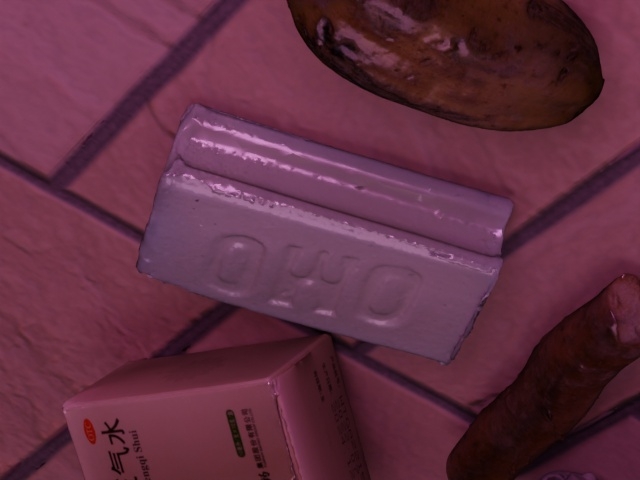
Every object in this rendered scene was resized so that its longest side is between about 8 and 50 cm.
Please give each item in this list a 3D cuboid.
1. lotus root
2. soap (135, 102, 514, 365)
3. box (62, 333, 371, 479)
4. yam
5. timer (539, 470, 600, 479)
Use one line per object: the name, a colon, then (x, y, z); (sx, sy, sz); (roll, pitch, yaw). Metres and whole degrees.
lotus root: (0.056, -0.106, 0.878); (0.179, 0.080, 0.089); (22, 136, -20)
soap: (0.000, 0.000, 1.043); (0.198, 0.063, 0.114); (16, 144, -3)
box: (-0.056, 0.181, 1.187); (0.168, 0.095, 0.212); (-10, 102, 30)
yam: (0.144, 0.098, 1.132); (0.056, 0.057, 0.241); (21, 141, -10)
timer: (0.238, 0.240, 1.149); (0.237, 0.262, 0.087); (25, 99, -13)
